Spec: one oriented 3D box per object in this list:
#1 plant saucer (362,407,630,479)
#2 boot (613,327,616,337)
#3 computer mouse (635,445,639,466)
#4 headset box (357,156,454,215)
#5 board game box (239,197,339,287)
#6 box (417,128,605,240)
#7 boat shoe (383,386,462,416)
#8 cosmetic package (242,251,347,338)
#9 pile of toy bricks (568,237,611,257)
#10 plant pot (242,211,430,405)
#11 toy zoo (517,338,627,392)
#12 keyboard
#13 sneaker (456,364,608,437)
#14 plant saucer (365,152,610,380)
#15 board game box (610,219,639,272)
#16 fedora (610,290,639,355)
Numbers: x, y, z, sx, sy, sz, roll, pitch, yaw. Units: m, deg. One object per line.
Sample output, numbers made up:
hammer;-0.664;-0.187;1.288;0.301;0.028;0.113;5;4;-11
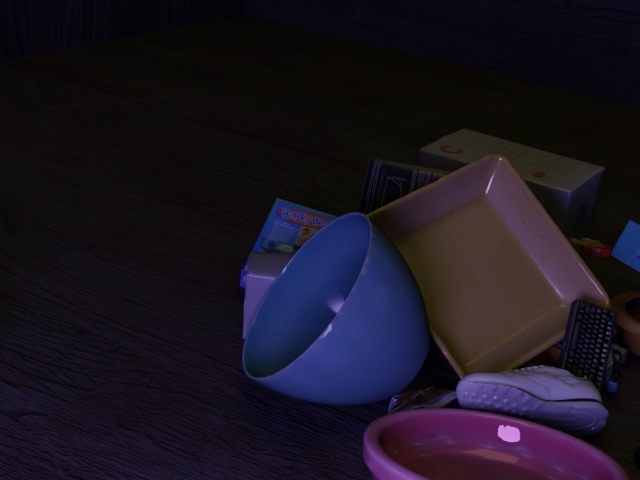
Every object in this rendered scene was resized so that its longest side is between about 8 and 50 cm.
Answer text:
plant saucer;0.213;0.302;1.283;0.331;0.084;0.332;8;10;-1
boot;0.456;0.157;1.716;0.086;0.042;0.118;1;24;-16
computer mouse;0.585;0.323;1.422;0.184;0.060;0.262;-12;30;-34
headset box;0.228;-0.039;1.941;0.282;0.131;0.246;10;-12;10
board game box;-0.039;0.023;1.874;0.160;0.047;0.210;17;44;6
box;0.403;-0.103;2.218;0.345;0.168;0.215;20;28;28
boat shoe;0.133;0.254;1.480;0.066;0.066;0.183;20;17;39
cosmetic package;-0.010;0.100;1.711;0.237;0.127;0.107;8;24;0
pile of toy bricks;0.443;0.055;1.876;0.212;0.118;0.105;-3;17;-29
plant pot;0.049;0.130;1.525;0.195;0.290;0.290;36;16;-20
toy zoo;0.381;0.179;1.738;0.192;0.030;0.293;-14;30;-38
keyboard;0.436;0.183;1.624;0.108;0.023;0.180;23;59;-1
sneaker;0.307;0.228;1.520;0.235;0.090;0.095;13;39;-14
plant saucer;0.261;0.055;1.696;0.332;0.081;0.333;-26;74;-29
board game box;0.725;0.096;1.837;0.253;0.079;0.336;20;13;-34
fedora;0.582;0.155;1.777;0.194;0.079;0.194;6;23;-3
